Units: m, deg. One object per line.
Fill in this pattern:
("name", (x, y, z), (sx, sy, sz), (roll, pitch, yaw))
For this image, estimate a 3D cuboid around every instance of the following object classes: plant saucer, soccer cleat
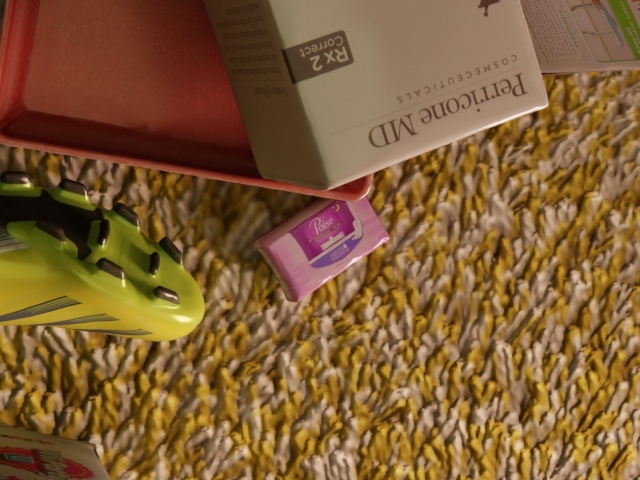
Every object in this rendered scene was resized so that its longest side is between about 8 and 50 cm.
("plant saucer", (-0.074, -0.171, 0.990), (0.258, 0.048, 0.259), (9, 91, -18))
("soccer cleat", (-0.217, 0.019, 0.953), (0.289, 0.093, 0.121), (17, 120, -22))

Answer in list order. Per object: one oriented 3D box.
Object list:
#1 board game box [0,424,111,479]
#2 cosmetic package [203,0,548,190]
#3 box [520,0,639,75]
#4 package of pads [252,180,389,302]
("board game box", (-0.198, 0.279, 0.895), (0.098, 0.224, 0.303), (14, 90, -16))
("cosmetic package", (0.021, -0.143, 0.917), (0.151, 0.151, 0.183), (-22, 101, -14))
("box", (0.172, -0.246, 0.965), (0.127, 0.231, 0.262), (-31, 102, -13))
("package of pads", (0.000, 0.000, 1.034), (0.083, 0.032, 0.050), (-34, 105, -12))
